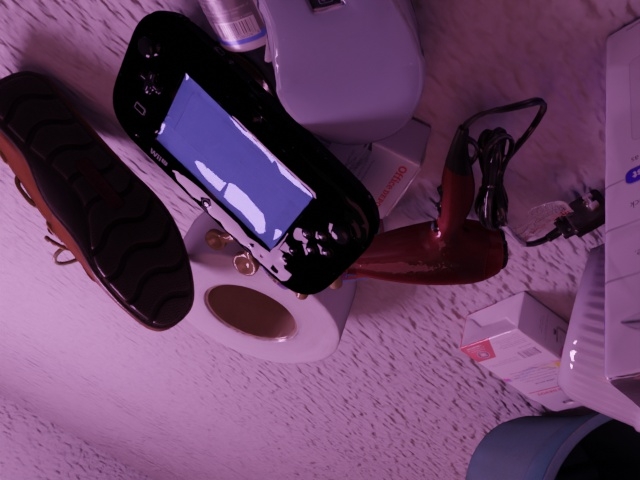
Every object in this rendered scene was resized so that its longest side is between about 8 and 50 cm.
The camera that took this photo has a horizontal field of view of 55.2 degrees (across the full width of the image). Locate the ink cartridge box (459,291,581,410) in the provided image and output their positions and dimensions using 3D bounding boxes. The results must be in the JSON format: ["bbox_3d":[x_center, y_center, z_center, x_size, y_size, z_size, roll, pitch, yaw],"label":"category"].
[{"bbox_3d":[0.316,0.166,0.885,0.198,0.067,0.115,35,142,-16],"label":"ink cartridge box"}]

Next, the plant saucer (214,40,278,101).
[{"bbox_3d":[-0.121,-0.166,0.710,0.169,0.029,0.168,13,143,10],"label":"plant saucer"}]

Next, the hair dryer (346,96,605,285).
[{"bbox_3d":[0.146,-0.033,0.682,0.294,0.080,0.224,-33,126,28],"label":"hair dryer"}]

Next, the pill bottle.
[{"bbox_3d":[-0.083,-0.247,0.546,0.078,0.078,0.137,0,139,26],"label":"pill bottle"}]

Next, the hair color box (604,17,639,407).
[{"bbox_3d":[0.293,-0.051,0.388,0.110,0.338,0.185,39,140,-22],"label":"hair color box"}]

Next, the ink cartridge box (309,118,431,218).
[{"bbox_3d":[0.032,-0.103,0.685,0.151,0.063,0.109,25,145,-5],"label":"ink cartridge box"}]

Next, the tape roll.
[{"bbox_3d":[-0.091,0.076,0.945,0.286,0.100,0.286,13,143,10],"label":"tape roll"}]

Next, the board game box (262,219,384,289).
[{"bbox_3d":[0.000,0.000,0.776,0.169,0.033,0.133,-7,108,-2],"label":"board game box"}]

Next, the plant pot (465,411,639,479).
[{"bbox_3d":[0.394,0.404,0.905,0.341,0.341,0.334,24,166,-3],"label":"plant pot"}]

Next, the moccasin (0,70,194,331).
[{"bbox_3d":[-0.310,-0.038,0.821,0.380,0.139,0.147,48,153,-7],"label":"moccasin"}]

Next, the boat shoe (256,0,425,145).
[{"bbox_3d":[-0.004,-0.229,0.483,0.136,0.156,0.367,-9,153,18],"label":"boat shoe"}]

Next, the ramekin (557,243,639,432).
[{"bbox_3d":[0.339,0.100,0.681,0.109,0.207,0.207,13,144,26],"label":"ramekin"}]

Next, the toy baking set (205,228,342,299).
[{"bbox_3d":[-0.072,-0.033,0.720,0.197,0.030,0.256,8,127,24],"label":"toy baking set"}]

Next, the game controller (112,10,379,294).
[{"bbox_3d":[-0.086,-0.082,0.637,0.319,0.067,0.166,44,125,2],"label":"game controller"}]
